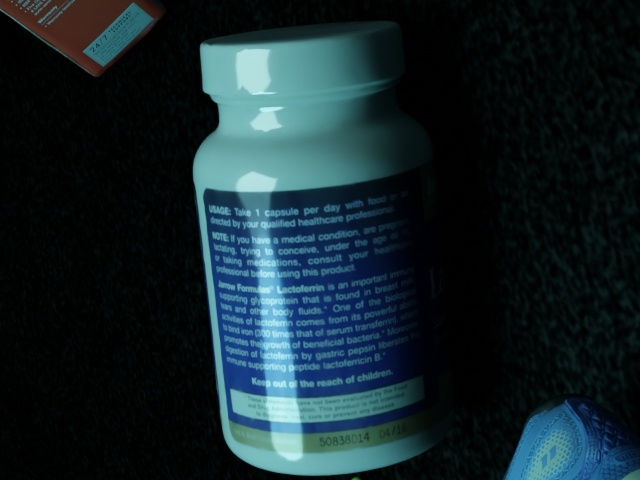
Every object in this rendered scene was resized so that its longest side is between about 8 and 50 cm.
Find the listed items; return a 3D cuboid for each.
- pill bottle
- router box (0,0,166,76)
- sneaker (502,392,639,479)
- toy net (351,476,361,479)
[{"bbox_3d":[0.000,0.000,0.954,0.153,0.153,0.265,14,114,55],"label":"pill bottle"},{"bbox_3d":[-0.298,-0.317,1.177,0.082,0.301,0.335,-41,58,9],"label":"router box"},{"bbox_3d":[0.134,0.227,0.891,0.147,0.129,0.330,-120,36,-49],"label":"sneaker"},{"bbox_3d":[-0.004,0.269,1.165,0.232,0.045,0.122,-47,63,53],"label":"toy net"}]
